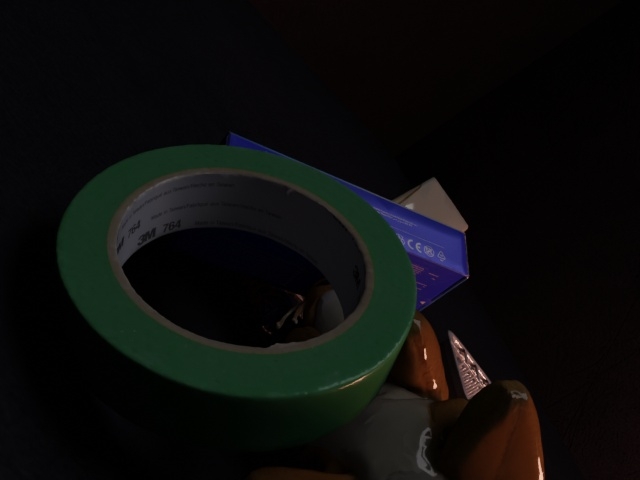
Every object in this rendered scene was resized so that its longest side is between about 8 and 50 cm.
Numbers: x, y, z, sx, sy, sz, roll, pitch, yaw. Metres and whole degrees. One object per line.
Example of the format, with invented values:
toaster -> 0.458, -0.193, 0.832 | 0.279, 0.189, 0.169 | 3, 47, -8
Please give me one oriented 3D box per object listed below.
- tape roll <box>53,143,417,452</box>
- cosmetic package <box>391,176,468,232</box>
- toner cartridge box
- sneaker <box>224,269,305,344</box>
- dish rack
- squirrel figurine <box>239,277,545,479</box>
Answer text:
tape roll -> -0.075, 0.035, 0.703 | 0.321, 0.077, 0.321 | 11, 39, -9
cosmetic package -> 0.087, 0.020, 1.250 | 0.309, 0.160, 0.113 | -31, 86, -47
toner cartridge box -> 0.000, 0.000, 0.972 | 0.348, 0.165, 0.075 | 22, 51, -24
sneaker -> -0.065, 0.074, 1.054 | 0.221, 0.083, 0.087 | 49, 20, -17
dish rack -> 0.368, 0.393, 1.813 | 0.285, 0.072, 0.333 | 52, 14, -18
squirrel figurine -> 0.072, 0.236, 0.895 | 0.397, 0.281, 0.370 | 65, -2, -28
